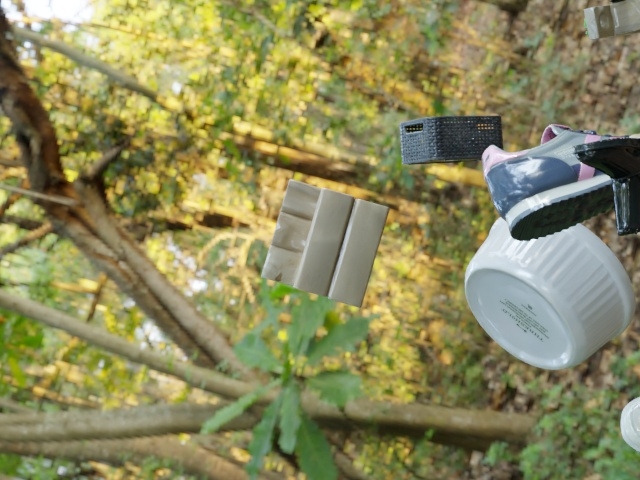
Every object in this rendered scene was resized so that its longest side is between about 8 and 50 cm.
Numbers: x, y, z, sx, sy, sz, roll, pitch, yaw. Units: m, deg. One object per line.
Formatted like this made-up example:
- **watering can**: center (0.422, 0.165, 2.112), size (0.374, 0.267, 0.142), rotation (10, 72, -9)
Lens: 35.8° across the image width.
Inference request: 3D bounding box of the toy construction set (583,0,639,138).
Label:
- **toy construction set**: center (0.424, -0.212, 1.211), size (0.309, 0.237, 0.257), rotation (-50, -55, -34)

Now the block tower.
- **block tower**: center (0.000, 0.000, 0.983), size (0.335, 0.091, 0.097), rotation (159, 128, -88)

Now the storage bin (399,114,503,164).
- **storage bin**: center (0.255, -0.195, 1.925), size (0.122, 0.180, 0.084), rotation (-1, 95, 59)

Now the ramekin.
- **ramekin**: center (0.352, 0.087, 1.583), size (0.127, 0.273, 0.273), rotation (-42, -20, -26)

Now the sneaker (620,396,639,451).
- **sneaker**: center (0.539, 0.227, 1.276), size (0.118, 0.292, 0.110), rotation (62, -152, -60)

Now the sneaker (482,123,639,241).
- **sneaker**: center (0.354, -0.107, 1.253), size (0.112, 0.319, 0.131), rotation (105, 144, -55)

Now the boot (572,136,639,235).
- **boot**: center (0.307, -0.054, 1.009), size (0.045, 0.121, 0.099), rotation (-6, 89, 51)
